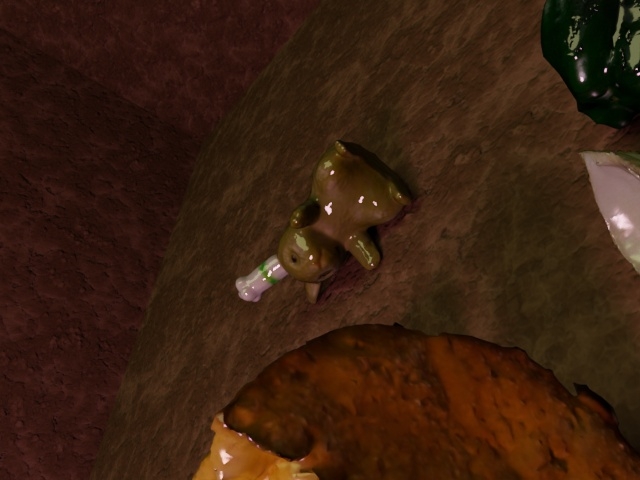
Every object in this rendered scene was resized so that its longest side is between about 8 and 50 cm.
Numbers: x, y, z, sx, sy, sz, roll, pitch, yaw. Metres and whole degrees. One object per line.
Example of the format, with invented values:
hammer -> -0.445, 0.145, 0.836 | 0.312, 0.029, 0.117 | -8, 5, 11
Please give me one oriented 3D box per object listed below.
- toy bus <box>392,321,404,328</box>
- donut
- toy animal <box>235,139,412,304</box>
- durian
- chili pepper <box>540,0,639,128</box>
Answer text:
toy bus -> 0.082, 0.219, 0.848 | 0.201, 0.114, 0.098 | -59, -6, 6
donut -> 0.106, 0.280, 0.456 | 0.163, 0.377, 0.435 | -58, 37, 43
toy animal -> 0.007, -0.002, 1.179 | 0.363, 0.181, 0.180 | -58, 15, 5
durian -> 0.329, -0.010, 0.573 | 0.144, 0.139, 0.252 | -57, 24, 22
chili pepper -> 0.352, -0.266, 0.760 | 0.165, 0.173, 0.261 | -15, 56, 54
